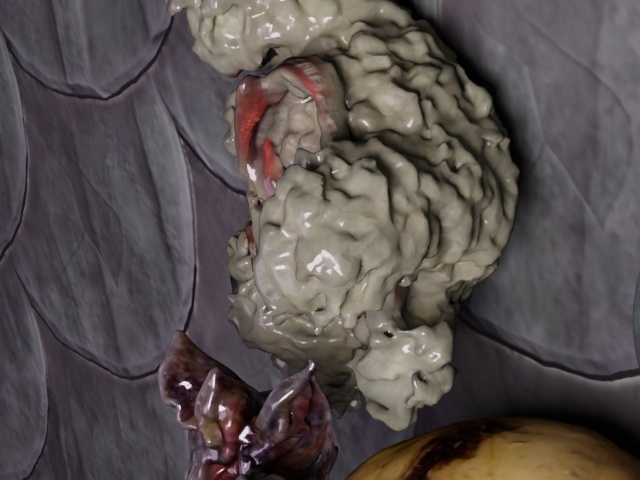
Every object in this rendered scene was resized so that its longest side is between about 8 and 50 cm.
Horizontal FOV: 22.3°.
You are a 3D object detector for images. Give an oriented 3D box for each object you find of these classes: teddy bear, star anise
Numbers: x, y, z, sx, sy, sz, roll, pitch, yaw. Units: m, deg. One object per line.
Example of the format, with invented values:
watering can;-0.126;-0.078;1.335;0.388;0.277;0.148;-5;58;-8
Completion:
teddy bear;0.000;0.000;1.186;0.367;0.224;0.357;107;150;-44
star anise;-0.057;0.173;1.099;0.283;0.129;0.212;67;-148;-84

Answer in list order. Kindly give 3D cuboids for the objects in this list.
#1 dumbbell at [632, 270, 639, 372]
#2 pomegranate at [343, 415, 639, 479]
dumbbell;0.310;0.025;0.790;0.388;0.185;0.185;-27;85;56
pomegranate;0.126;0.265;1.080;0.322;0.322;0.322;29;129;44
